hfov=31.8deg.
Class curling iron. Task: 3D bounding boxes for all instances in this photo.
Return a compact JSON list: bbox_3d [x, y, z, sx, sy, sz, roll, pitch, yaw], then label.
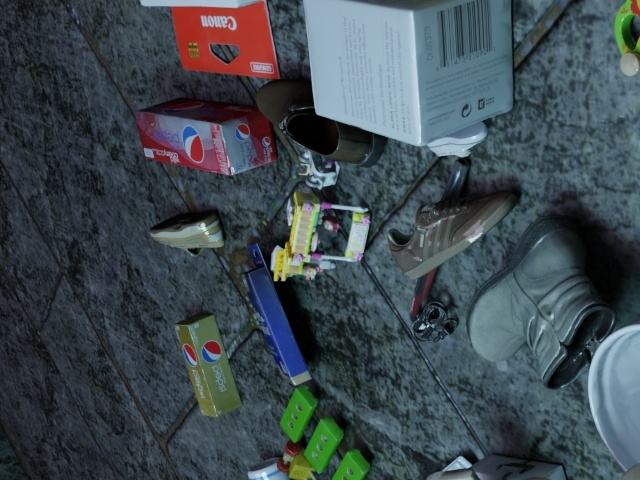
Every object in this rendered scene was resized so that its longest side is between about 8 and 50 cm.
[{"bbox_3d":[0.158,0.017,1.432,0.068,0.035,0.274,21,123,22],"label":"curling iron"}]

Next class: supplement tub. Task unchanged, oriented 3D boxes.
[{"bbox_3d":[-0.080,0.445,1.990,0.071,0.071,0.107,-19,93,57],"label":"supplement tub"}]

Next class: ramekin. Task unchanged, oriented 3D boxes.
[{"bbox_3d":[0.383,0.159,1.125,0.207,0.109,0.207,33,134,41],"label":"ramekin"}]

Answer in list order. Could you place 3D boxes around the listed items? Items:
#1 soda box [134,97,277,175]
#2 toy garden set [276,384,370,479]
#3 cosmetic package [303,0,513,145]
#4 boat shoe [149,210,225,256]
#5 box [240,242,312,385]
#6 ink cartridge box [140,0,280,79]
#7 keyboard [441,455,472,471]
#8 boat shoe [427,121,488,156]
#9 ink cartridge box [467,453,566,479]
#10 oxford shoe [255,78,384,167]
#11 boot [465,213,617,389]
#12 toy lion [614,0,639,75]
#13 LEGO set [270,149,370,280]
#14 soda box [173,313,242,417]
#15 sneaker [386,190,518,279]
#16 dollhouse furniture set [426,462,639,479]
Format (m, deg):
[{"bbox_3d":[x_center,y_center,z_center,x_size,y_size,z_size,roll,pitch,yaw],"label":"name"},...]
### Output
[{"bbox_3d":[-0.181,-0.164,1.747,0.263,0.092,0.083,16,121,51],"label":"soda box"},{"bbox_3d":[0.024,0.376,1.825,0.244,0.049,0.204,49,141,24],"label":"toy garden set"},{"bbox_3d":[0.099,-0.214,1.267,0.183,0.151,0.151,24,128,48],"label":"cosmetic package"},{"bbox_3d":[-0.230,-0.004,1.945,0.190,0.068,0.072,-2,119,55],"label":"boat shoe"},{"bbox_3d":[-0.079,0.116,1.781,0.136,0.036,0.225,164,85,-80],"label":"box"},{"bbox_3d":[-0.178,-0.356,1.661,0.275,0.060,0.239,15,120,50],"label":"ink cartridge box"},{"bbox_3d":[0.167,0.387,1.624,0.072,0.014,0.256,37,138,1],"label":"keyboard"},{"bbox_3d":[0.167,-0.117,1.341,0.100,0.035,0.035,-7,130,52],"label":"boat shoe"},{"bbox_3d":[0.261,0.337,1.453,0.135,0.056,0.099,-4,107,55],"label":"ink cartridge box"},{"bbox_3d":[-0.021,-0.168,1.503,0.227,0.096,0.083,29,108,42],"label":"oxford shoe"},{"bbox_3d":[0.238,0.102,1.258,0.246,0.083,0.161,112,158,-46],"label":"boot"},{"bbox_3d":[0.317,-0.217,1.068,0.100,0.034,0.096,-29,78,57],"label":"toy lion"},{"bbox_3d":[0.000,0.000,1.619,0.287,0.107,0.132,107,165,-51],"label":"LEGO set"},{"bbox_3d":[-0.205,0.227,2.048,0.061,0.058,0.181,-3,107,55],"label":"soda box"},{"bbox_3d":[0.150,-0.019,1.352,0.188,0.066,0.071,-38,90,39],"label":"sneaker"},{"bbox_3d":[0.290,0.388,1.230,0.394,0.256,0.362,-17,122,35],"label":"dollhouse furniture set"}]
